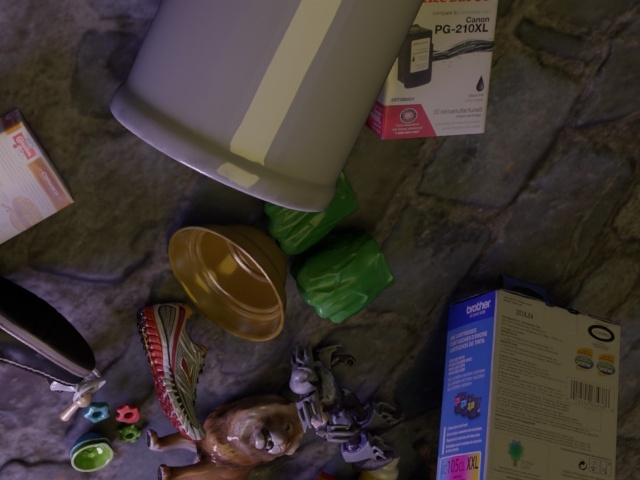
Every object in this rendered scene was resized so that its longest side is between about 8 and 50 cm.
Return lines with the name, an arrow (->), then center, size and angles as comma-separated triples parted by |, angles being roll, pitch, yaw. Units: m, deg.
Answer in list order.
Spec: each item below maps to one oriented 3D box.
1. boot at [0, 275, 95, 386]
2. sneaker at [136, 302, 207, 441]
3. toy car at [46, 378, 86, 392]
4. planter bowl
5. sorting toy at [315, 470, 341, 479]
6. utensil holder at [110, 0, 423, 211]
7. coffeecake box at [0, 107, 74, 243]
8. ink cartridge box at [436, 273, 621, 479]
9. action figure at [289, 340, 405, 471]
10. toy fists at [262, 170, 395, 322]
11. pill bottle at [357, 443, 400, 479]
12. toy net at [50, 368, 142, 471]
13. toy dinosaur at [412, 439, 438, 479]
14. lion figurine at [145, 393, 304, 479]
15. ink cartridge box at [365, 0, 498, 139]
boot -> -0.546, 0.178, 1.687 | 0.377, 0.138, 0.284 | 30, 101, -20
sneaker -> -0.211, 0.203, 1.825 | 0.093, 0.088, 0.225 | -16, 95, -19
toy car -> -0.412, 0.183, 1.800 | 0.060, 0.040, 0.122 | -30, 125, 20
planter bowl -> -0.118, 0.041, 1.783 | 0.090, 0.217, 0.217 | -47, 127, -35
sorting toy -> 0.042, 0.542, 2.049 | 0.257, 0.089, 0.255 | 26, 121, 0
utensil holder -> -0.049, -0.279, 1.557 | 0.328, 0.327, 0.385 | 22, 103, -26
coffeecake box -> -0.463, -0.074, 1.648 | 0.185, 0.068, 0.142 | -30, 120, -4
ink cartridge box -> 0.347, 0.246, 1.942 | 0.270, 0.151, 0.395 | 17, 70, -26
action figure -> 0.034, 0.269, 1.935 | 0.099, 0.185, 0.285 | -16, 140, 25
toy fists -> 0.000, 0.000, 1.834 | 0.142, 0.096, 0.279 | -32, 119, -12
pill bottle -> 0.100, 0.419, 2.076 | 0.065, 0.065, 0.116 | 12, 109, -24
toy net -> -0.344, 0.266, 1.826 | 0.122, 0.045, 0.232 | -14, 136, -10
toy dinosaur -> 0.247, 0.478, 2.069 | 0.127, 0.296, 0.200 | -49, 126, -28
lion figurine -> -0.173, 0.415, 1.956 | 0.240, 0.142, 0.392 | -2, 128, -27
ink cartridge box -> 0.160, -0.281, 1.754 | 0.172, 0.100, 0.237 | -5, 115, -18
